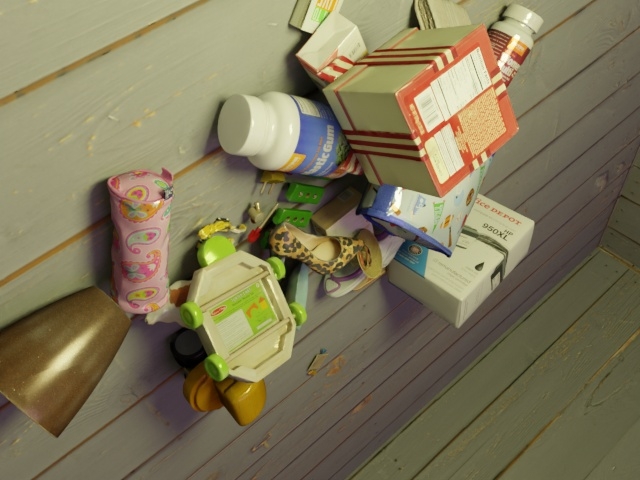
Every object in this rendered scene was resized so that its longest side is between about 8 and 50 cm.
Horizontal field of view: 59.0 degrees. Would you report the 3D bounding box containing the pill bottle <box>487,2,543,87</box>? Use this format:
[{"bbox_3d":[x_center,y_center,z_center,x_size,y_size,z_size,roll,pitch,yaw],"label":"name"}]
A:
[{"bbox_3d":[0.480,-0.496,1.490,0.121,0.121,0.221,6,119,-52],"label":"pill bottle"}]

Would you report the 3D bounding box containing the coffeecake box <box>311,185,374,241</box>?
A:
[{"bbox_3d":[0.064,-0.033,1.525,0.142,0.068,0.185,-39,146,-15],"label":"coffeecake box"}]

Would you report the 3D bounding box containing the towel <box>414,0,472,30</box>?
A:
[{"bbox_3d":[0.309,-0.418,1.285,0.049,0.282,0.187,-21,171,42],"label":"towel"}]

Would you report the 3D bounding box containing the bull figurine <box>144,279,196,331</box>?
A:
[{"bbox_3d":[-0.235,0.147,1.278,0.310,0.188,0.101,-26,180,-41],"label":"bull figurine"}]

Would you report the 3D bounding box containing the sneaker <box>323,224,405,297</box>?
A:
[{"bbox_3d":[0.142,0.065,1.660,0.305,0.114,0.152,-45,139,-5],"label":"sneaker"}]

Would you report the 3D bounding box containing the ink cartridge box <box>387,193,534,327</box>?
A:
[{"bbox_3d":[0.447,0.038,1.813,0.395,0.285,0.166,-40,146,-24],"label":"ink cartridge box"}]

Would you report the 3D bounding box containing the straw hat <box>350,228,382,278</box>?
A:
[{"bbox_3d":[0.108,0.042,1.529,0.061,0.144,0.144,-16,162,31],"label":"straw hat"}]

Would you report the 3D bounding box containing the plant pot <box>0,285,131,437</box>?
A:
[{"bbox_3d":[-0.472,0.201,1.043,0.230,0.215,0.215,-47,149,-27],"label":"plant pot"}]

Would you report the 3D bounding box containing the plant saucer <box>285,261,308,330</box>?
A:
[{"bbox_3d":[-0.066,0.144,1.515,0.195,0.038,0.194,4,90,-82],"label":"plant saucer"}]

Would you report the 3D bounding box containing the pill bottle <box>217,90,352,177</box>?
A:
[{"bbox_3d":[-0.059,-0.209,1.120,0.272,0.152,0.152,0,123,-43],"label":"pill bottle"}]

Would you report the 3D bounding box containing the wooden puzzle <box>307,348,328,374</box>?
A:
[{"bbox_3d":[-0.010,0.417,1.948,0.116,0.014,0.079,-56,151,11],"label":"wooden puzzle"}]

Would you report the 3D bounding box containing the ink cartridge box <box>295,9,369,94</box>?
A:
[{"bbox_3d":[0.038,-0.355,1.151,0.115,0.067,0.198,-49,159,2],"label":"ink cartridge box"}]

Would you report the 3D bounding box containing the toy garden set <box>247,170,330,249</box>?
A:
[{"bbox_3d":[-0.090,-0.093,1.310,0.204,0.049,0.244,2,123,-52],"label":"toy garden set"}]

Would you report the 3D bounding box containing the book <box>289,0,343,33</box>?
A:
[{"bbox_3d":[0.008,-0.463,1.064,0.096,0.035,0.144,-8,129,-53],"label":"book"}]

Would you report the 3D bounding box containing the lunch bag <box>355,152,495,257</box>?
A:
[{"bbox_3d":[0.247,-0.165,1.402,0.385,0.239,0.327,21,89,-63],"label":"lunch bag"}]

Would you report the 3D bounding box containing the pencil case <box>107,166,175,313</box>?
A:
[{"bbox_3d":[-0.333,0.003,1.059,0.124,0.124,0.284,-18,135,-38],"label":"pencil case"}]

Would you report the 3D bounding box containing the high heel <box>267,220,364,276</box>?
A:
[{"bbox_3d":[0.000,0.000,1.351,0.261,0.093,0.186,-15,145,-18],"label":"high heel"}]

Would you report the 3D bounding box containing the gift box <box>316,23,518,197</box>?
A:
[{"bbox_3d":[0.159,-0.243,1.055,0.276,0.258,0.255,-35,119,-17],"label":"gift box"}]

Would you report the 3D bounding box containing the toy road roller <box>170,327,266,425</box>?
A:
[{"bbox_3d":[-0.190,0.302,1.413,0.330,0.241,0.202,-33,144,-23],"label":"toy road roller"}]

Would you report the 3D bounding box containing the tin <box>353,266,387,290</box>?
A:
[{"bbox_3d":[0.155,0.088,1.784,0.190,0.040,0.106,-30,139,-27],"label":"tin"}]

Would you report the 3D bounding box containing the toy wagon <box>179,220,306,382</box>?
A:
[{"bbox_3d":[-0.178,0.125,1.219,0.068,0.344,0.267,-20,-174,45],"label":"toy wagon"}]

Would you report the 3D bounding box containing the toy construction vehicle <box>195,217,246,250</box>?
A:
[{"bbox_3d":[-0.218,-0.005,1.258,0.098,0.035,0.085,7,118,-52],"label":"toy construction vehicle"}]
